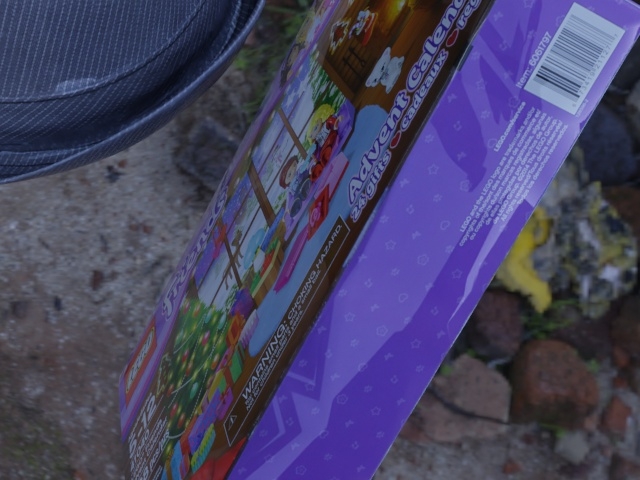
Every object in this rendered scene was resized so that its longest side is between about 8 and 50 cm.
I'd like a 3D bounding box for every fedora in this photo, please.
[{"bbox_3d":[-0.163,-0.152,0.528,0.244,0.275,0.124,-62,161,-25],"label":"fedora"}]

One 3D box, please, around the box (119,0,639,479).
[{"bbox_3d":[0.000,0.000,0.491,0.057,0.201,0.293,23,106,-19],"label":"box"}]
